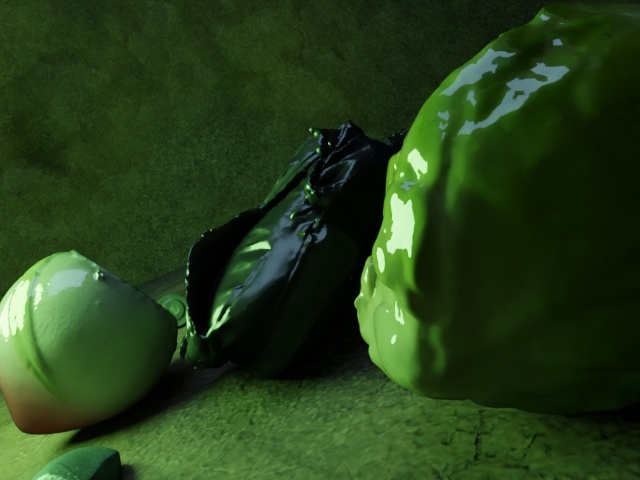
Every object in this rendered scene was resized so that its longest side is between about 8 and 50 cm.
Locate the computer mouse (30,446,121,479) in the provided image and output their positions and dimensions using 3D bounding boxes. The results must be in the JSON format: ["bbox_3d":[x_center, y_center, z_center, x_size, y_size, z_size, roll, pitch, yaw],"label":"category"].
[{"bbox_3d":[-0.303,0.299,0.534,0.113,0.068,0.229,-24,9,4],"label":"computer mouse"}]

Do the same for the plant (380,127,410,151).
[{"bbox_3d":[0.203,-0.112,1.232,0.215,0.213,0.312,-27,-28,-33],"label":"plant"}]

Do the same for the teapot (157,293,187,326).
[{"bbox_3d":[-0.391,0.203,1.316,0.091,0.124,0.092,141,149,-65],"label":"teapot"}]

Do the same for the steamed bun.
[{"bbox_3d":[-0.419,0.192,0.824,0.309,0.310,0.309,-23,9,4],"label":"steamed bun"}]

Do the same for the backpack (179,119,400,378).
[{"bbox_3d":[-0.048,0.028,0.766,0.446,0.254,0.363,-55,5,-29],"label":"backpack"}]

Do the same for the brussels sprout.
[{"bbox_3d":[0.184,-0.015,0.406,0.343,0.344,0.268,-22,23,8],"label":"brussels sprout"}]
